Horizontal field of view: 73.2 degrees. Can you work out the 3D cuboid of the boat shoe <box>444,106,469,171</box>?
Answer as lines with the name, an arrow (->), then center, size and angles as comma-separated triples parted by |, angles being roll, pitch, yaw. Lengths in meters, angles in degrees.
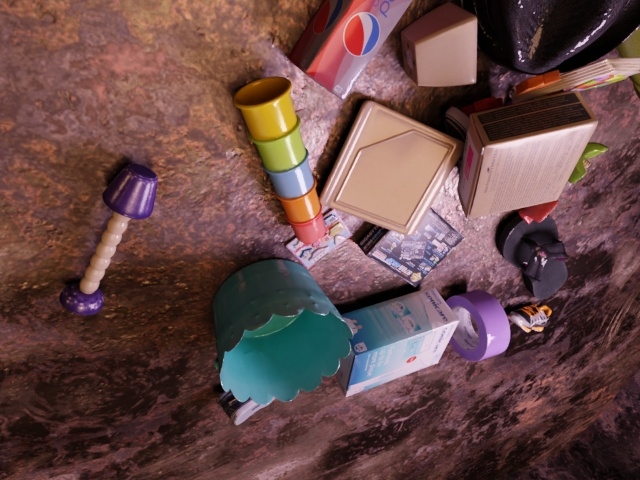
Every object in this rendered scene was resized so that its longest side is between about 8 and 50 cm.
boat shoe -> 0.302, -0.183, 0.912 | 0.076, 0.080, 0.228 | -44, 139, 6

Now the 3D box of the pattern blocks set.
pattern blocks set -> 0.451, -0.280, 0.771 | 0.285, 0.325, 0.026 | -15, 95, -22

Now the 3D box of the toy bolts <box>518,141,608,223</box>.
toy bolts -> 0.501, -0.165, 1.022 | 0.228, 0.158, 0.218 | -48, 172, -1

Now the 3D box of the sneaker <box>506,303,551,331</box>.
sneaker -> 0.704, 0.252, 1.448 | 0.215, 0.084, 0.083 | 8, 118, -43

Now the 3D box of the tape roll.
tape roll -> 0.435, 0.240, 1.219 | 0.080, 0.189, 0.189 | -10, 128, -21

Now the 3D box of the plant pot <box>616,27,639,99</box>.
plant pot -> 0.655, -0.458, 0.732 | 0.353, 0.366, 0.366 | 25, 110, -26

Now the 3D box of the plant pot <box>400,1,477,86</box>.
plant pot -> 0.195, -0.324, 0.733 | 0.096, 0.109, 0.109 | -16, 131, 1

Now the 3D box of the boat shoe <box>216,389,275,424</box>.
boat shoe -> -0.175, 0.389, 1.103 | 0.183, 0.083, 0.065 | -15, 136, -53

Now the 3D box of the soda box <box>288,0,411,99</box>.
soda box -> 0.066, -0.353, 0.643 | 0.083, 0.092, 0.263 | 23, 111, -37

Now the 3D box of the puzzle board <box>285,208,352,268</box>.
puzzle board -> 0.000, 0.000, 0.931 | 0.128, 0.011, 0.096 | -37, 132, 3

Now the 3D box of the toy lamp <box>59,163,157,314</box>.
toy lamp -> -0.344, 0.001, 0.707 | 0.080, 0.080, 0.275 | 17, 116, -36

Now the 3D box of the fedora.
fedora -> 0.350, -0.377, 0.632 | 0.152, 0.334, 0.334 | -61, 146, -37

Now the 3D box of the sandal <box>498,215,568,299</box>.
sandal -> 0.656, 0.060, 1.254 | 0.167, 0.107, 0.445 | -45, 132, 9

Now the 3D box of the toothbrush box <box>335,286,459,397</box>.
toothbrush box -> 0.183, 0.266, 1.133 | 0.295, 0.126, 0.216 | -14, 138, -20

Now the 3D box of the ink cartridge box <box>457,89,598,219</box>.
ink cartridge box -> 0.377, -0.153, 0.826 | 0.193, 0.088, 0.235 | -11, 150, 4

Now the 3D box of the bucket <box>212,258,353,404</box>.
bucket -> -0.092, 0.188, 0.907 | 0.281, 0.183, 0.281 | -13, 130, -17

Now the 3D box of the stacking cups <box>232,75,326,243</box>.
stacking cups -> -0.061, -0.119, 0.763 | 0.096, 0.096, 0.316 | -24, 135, -10

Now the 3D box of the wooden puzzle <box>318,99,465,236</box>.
wooden puzzle -> 0.139, -0.135, 0.856 | 0.238, 0.044, 0.221 | 17, 116, -20

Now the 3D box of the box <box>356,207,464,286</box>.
box -> 0.218, 0.000, 1.018 | 0.220, 0.051, 0.175 | 30, 107, -40
